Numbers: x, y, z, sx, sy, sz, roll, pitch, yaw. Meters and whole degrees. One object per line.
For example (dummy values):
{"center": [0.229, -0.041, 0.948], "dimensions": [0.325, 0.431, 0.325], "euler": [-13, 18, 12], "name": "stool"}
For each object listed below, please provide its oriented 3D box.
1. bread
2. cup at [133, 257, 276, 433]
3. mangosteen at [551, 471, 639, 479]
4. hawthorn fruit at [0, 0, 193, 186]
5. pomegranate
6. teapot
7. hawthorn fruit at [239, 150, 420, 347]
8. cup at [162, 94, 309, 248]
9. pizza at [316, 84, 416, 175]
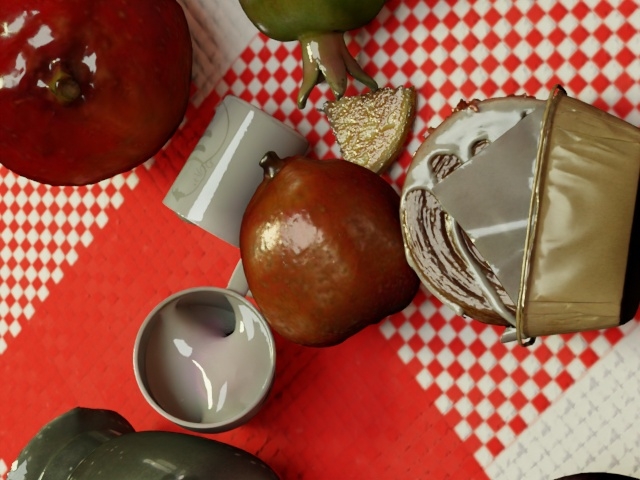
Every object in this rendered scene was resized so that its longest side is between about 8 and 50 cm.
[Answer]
{"center": [0.176, -0.022, 1.173], "dimensions": [0.212, 0.142, 0.224], "euler": [8, 92, 20], "name": "bread"}
{"center": [-0.111, 0.105, 1.344], "dimensions": [0.134, 0.142, 0.173], "euler": [-6, 77, -1], "name": "cup"}
{"center": [0.235, 0.314, 1.081], "dimensions": [0.228, 0.228, 0.265], "euler": [-25, 114, 31], "name": "mangosteen"}
{"center": [-0.253, -0.174, 1.377], "dimensions": [0.265, 0.265, 0.307], "euler": [-67, 21, 13], "name": "hawthorn fruit"}
{"center": [0.001, -0.228, 1.308], "dimensions": [0.152, 0.131, 0.191], "euler": [-12, 94, 38], "name": "pomegranate"}
{"center": [-0.177, 0.303, 1.393], "dimensions": [0.285, 0.305, 0.223], "euler": [20, 63, 41], "name": "teapot"}
{"center": [0.000, 0.000, 1.257], "dimensions": [0.169, 0.169, 0.188], "euler": [-29, 103, 30], "name": "hawthorn fruit"}
{"center": [-0.096, -0.074, 1.366], "dimensions": [0.136, 0.099, 0.133], "euler": [32, 92, 40], "name": "cup"}
{"center": [0.058, -0.115, 1.321], "dimensions": [0.099, 0.029, 0.100], "euler": [-36, 71, 19], "name": "pizza"}
